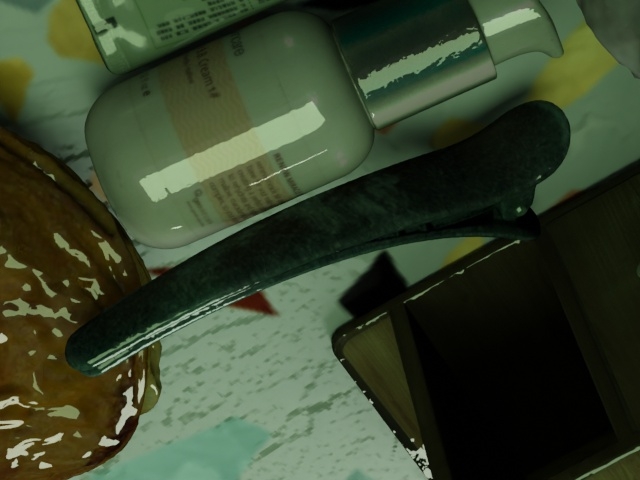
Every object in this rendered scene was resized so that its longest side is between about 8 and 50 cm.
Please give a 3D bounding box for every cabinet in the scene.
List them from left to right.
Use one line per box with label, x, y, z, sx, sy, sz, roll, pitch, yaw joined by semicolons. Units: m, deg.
cabinet;0.135;0.082;0.722;0.215;0.175;0.148;-30;121;11

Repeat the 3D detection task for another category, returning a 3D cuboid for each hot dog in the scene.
hot dog;-0.202;0.034;0.679;0.272;0.122;0.196;-3;123;-25

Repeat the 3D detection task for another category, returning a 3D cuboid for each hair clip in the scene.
hair clip;0.000;0.000;0.681;0.229;0.039;0.070;-18;145;-23

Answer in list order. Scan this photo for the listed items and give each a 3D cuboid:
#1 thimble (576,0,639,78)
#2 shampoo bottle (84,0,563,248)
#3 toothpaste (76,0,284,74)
thimble;0.192;-0.096;0.592;0.157;0.217;0.245;-43;86;21
shampoo bottle;0.001;-0.062;0.675;0.192;0.074;0.074;-24;121;6
toothpaste;-0.004;-0.120;0.667;0.197;0.029;0.048;-20;117;7
